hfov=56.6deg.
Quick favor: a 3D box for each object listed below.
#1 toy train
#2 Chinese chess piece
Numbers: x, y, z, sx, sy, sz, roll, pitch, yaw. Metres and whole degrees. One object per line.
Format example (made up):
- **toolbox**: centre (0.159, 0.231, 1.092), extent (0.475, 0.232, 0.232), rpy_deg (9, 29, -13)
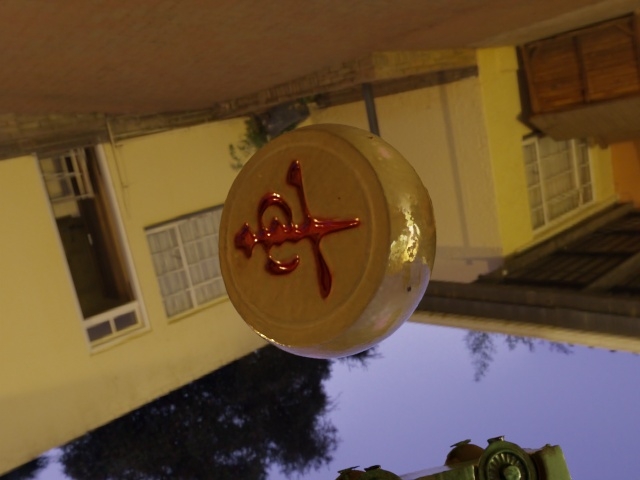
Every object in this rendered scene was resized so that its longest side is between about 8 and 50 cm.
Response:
- **toy train**: centre (0.123, 0.312, 0.651), extent (0.326, 0.159, 0.129), rpy_deg (-6, 158, -15)
- **Chinese chess piece**: centre (0.000, 0.000, 0.639), extent (0.250, 0.251, 0.097), rpy_deg (-3, 174, 36)
